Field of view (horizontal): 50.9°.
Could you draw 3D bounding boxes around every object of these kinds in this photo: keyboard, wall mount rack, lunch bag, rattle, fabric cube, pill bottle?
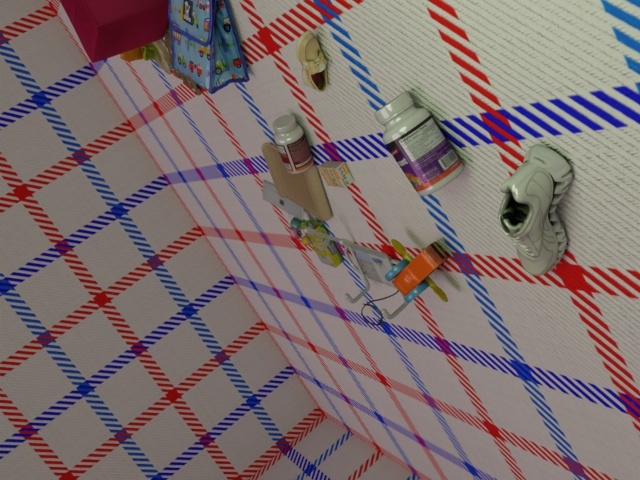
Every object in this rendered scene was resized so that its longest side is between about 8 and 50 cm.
[{"bbox_3d":[-0.129,-0.139,2.282,0.256,0.014,0.072,30,128,49],"label":"keyboard"},{"bbox_3d":[0.112,0.070,1.952,0.350,0.130,0.304,17,140,58],"label":"wall mount rack"},{"bbox_3d":[-0.320,-0.590,1.848,0.221,0.138,0.293,38,144,39],"label":"lunch bag"},{"bbox_3d":[-0.580,-0.617,2.344,0.200,0.142,0.130,56,143,10],"label":"rattle"},{"bbox_3d":[-0.612,-0.725,1.988,0.259,0.254,0.258,63,159,-1],"label":"fabric cube"},{"bbox_3d":[-0.078,-0.268,1.868,0.086,0.086,0.152,33,152,44],"label":"pill bottle"},{"bbox_3d":[0.191,-0.194,1.340,0.194,0.108,0.108,56,161,-7],"label":"pill bottle"}]

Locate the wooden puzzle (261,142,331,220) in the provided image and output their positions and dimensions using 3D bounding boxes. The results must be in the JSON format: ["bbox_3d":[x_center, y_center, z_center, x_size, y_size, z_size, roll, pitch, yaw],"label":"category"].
[{"bbox_3d":[-0.069,-0.185,2.068,0.238,0.044,0.221,29,149,41],"label":"wooden puzzle"}]

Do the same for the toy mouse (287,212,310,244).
[{"bbox_3d":[-0.084,-0.038,2.363,0.143,0.031,0.161,54,161,-3],"label":"toy mouse"}]

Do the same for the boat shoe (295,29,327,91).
[{"bbox_3d":[-0.011,-0.403,1.525,0.059,0.063,0.170,41,167,22],"label":"boat shoe"}]

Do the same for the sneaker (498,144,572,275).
[{"bbox_3d":[0.370,-0.031,1.206,0.110,0.118,0.292,34,155,39],"label":"sneaker"}]

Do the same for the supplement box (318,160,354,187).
[{"bbox_3d":[0.041,-0.180,1.820,0.098,0.036,0.062,14,138,61],"label":"supplement box"}]

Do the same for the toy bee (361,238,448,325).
[{"bbox_3d":[0.230,0.081,1.719,0.298,0.162,0.195,-20,99,44],"label":"toy bee"}]

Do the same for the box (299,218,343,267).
[{"bbox_3d":[0.000,0.000,2.223,0.105,0.043,0.179,17,142,60],"label":"box"}]

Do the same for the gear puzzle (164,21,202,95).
[{"bbox_3d":[-0.449,-0.640,2.152,0.175,0.044,0.339,43,156,32],"label":"gear puzzle"}]
